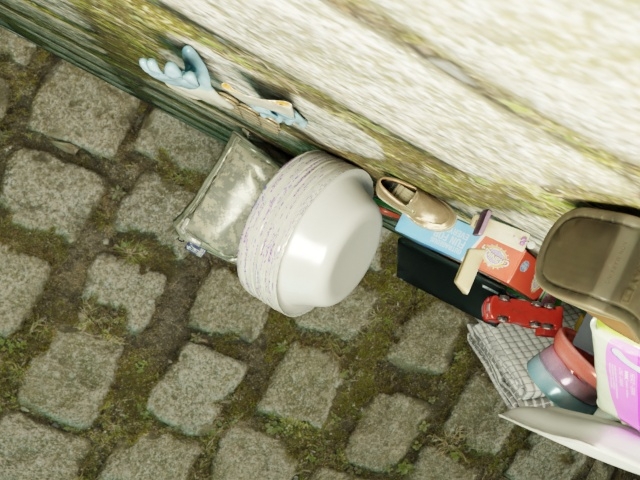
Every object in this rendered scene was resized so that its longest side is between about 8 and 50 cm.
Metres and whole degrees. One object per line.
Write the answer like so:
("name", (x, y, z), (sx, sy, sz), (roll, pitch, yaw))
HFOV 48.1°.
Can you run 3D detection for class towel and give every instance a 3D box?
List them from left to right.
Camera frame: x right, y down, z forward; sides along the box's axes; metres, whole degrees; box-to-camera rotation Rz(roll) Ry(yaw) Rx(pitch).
("towel", (0.468, 0.242, 1.532), (0.235, 0.121, 0.284), (-9, -147, -11))

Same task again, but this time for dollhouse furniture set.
("dollhouse furniture set", (0.235, 0.028, 0.977), (0.081, 0.114, 0.091), (23, 179, 0))

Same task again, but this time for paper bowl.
("paper bowl", (0.000, 0.000, 1.236), (0.148, 0.284, 0.284), (27, -179, 24))

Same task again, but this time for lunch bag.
("lunch bag", (-0.182, -0.091, 1.720), (0.256, 0.305, 0.212), (27, -169, -40))

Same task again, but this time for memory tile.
("memory tile", (-0.117, -0.212, 1.203), (0.113, 0.012, 0.148), (27, 180, -3))

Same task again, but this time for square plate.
("square plate", (0.455, 0.300, 0.968), (0.347, 0.049, 0.344), (22, 172, -1))

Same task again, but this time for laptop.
("laptop", (0.293, 0.065, 1.493), (0.234, 0.136, 0.264), (28, -153, 21))

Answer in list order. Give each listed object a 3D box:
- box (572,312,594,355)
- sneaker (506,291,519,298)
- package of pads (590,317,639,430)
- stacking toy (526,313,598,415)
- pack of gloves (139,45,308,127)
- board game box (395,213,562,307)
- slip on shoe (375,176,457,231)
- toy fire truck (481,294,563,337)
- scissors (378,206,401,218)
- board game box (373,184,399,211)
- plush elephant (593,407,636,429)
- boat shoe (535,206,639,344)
("box", (0.521, 0.171, 1.089), (0.207, 0.108, 0.153), (26, -178, -21))
("sneaker", (0.519, 0.142, 1.850), (0.083, 0.087, 0.221), (27, -179, -38))
("package of pads", (0.427, 0.160, 0.717), (0.296, 0.101, 0.229), (27, 158, 36))
("stacking toy", (0.493, 0.272, 1.224), (0.279, 0.130, 0.309), (45, -157, 26))
("pack of gloves", (-0.112, -0.198, 0.910), (0.195, 0.046, 0.232), (16, -177, 4))
("board game box", (0.314, 0.035, 1.359), (0.242, 0.064, 0.316), (28, -179, 35))
("slip on shoe", (0.145, -0.058, 1.089), (0.135, 0.051, 0.041), (34, 171, 13))
("toy fire truck", (0.382, 0.143, 1.342), (0.192, 0.047, 0.135), (10, 168, -8))
("scissors", (0.072, -0.095, 1.622), (0.297, 0.021, 0.109), (17, -170, -19))
("board game box", (0.101, -0.098, 1.487), (0.136, 0.030, 0.259), (29, 180, -41))
("plush elephant", (0.716, 0.344, 1.546), (0.330, 0.255, 0.272), (28, -179, 41))
("boat shoe", (0.271, 0.045, 0.491), (0.104, 0.111, 0.307), (23, -168, -15))
